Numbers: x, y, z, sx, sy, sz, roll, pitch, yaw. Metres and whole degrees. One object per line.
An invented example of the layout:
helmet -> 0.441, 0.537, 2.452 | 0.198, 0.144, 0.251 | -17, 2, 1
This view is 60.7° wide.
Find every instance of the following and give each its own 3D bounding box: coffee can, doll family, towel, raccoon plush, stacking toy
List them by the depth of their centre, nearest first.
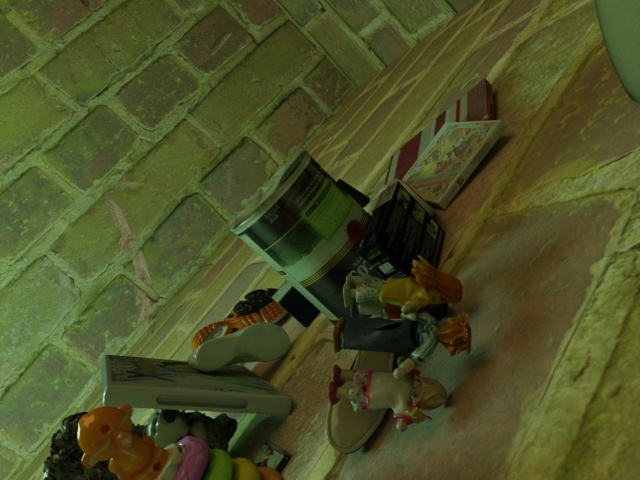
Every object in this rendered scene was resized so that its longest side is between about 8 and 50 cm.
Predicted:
stacking toy -> -0.134, 0.278, 0.582 | 0.166, 0.302, 0.175 | -24, 27, 56
doll family -> 0.106, 0.103, 0.692 | 0.163, 0.118, 0.262 | 0, 32, 14
raccoon plush -> -0.310, 0.448, 0.987 | 0.446, 0.300, 0.216 | 107, 160, -46
coffee can -> 0.000, 0.000, 1.017 | 0.201, 0.275, 0.201 | -43, 15, 14
towel -> 0.291, -0.245, 1.355 | 0.329, 0.037, 0.237 | -38, 18, 34

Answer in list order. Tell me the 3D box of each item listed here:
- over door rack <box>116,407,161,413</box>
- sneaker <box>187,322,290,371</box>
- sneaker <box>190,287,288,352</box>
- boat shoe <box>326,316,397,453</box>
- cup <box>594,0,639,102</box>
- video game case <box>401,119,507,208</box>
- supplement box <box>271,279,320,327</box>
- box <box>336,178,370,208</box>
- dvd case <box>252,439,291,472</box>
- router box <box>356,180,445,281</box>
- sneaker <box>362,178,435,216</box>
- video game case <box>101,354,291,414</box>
over door rack -> -0.365, 0.394, 1.185 | 0.240, 0.108, 0.324 | -39, -18, 24
sneaker -> -0.168, 0.218, 1.111 | 0.212, 0.080, 0.094 | -4, -14, -33
sneaker -> -0.181, 0.213, 1.324 | 0.263, 0.099, 0.121 | -30, -31, -9
boat shoe -> 0.064, 0.205, 0.757 | 0.064, 0.075, 0.206 | 85, -157, -47
cup -> 0.502, -0.381, 0.719 | 0.331, 0.237, 0.331 | -43, 15, 14
video game case -> 0.264, -0.167, 1.159 | 0.206, 0.026, 0.227 | -53, 19, -1
supplement box -> -0.052, 0.135, 1.185 | 0.056, 0.083, 0.083 | -48, 15, -8
box -> 0.030, -0.031, 1.274 | 0.158, 0.093, 0.156 | -52, -13, -20
dvd case -> -0.099, 0.366, 0.828 | 0.119, 0.013, 0.087 | -51, 15, -22
router box -> 0.140, 0.001, 0.908 | 0.046, 0.133, 0.178 | -34, 18, 38
sneaker -> 0.146, -0.048, 1.112 | 0.123, 0.106, 0.290 | -49, 3, -1
video game case -> -0.246, 0.263, 1.015 | 0.329, 0.300, 0.036 | 171, 107, -68
